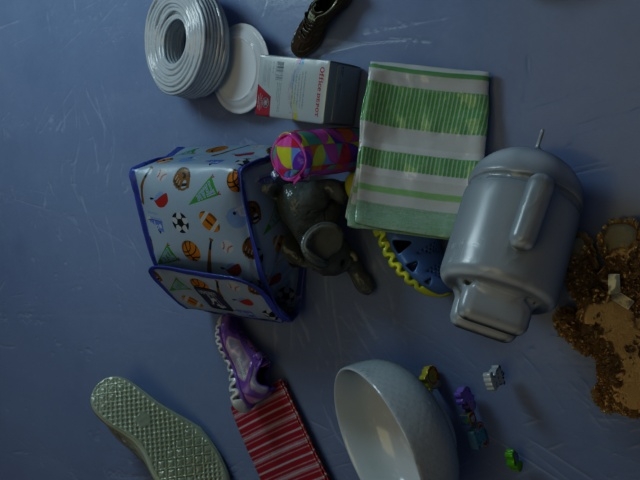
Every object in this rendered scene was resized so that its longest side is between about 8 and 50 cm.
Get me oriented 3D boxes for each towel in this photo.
[{"bbox_3d":[-0.093,0.482,1.769,0.199,0.031,0.274,-34,75,33],"label":"towel"},{"bbox_3d":[0.187,-0.171,1.424,0.248,0.038,0.324,7,85,8],"label":"towel"}]

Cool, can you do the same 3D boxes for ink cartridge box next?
[{"bbox_3d":[-0.025,-0.311,1.570,0.176,0.127,0.128,14,103,31],"label":"ink cartridge box"}]

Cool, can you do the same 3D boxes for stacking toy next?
[{"bbox_3d":[0.298,0.350,1.486,0.167,0.052,0.221,-12,96,43],"label":"stacking toy"}]

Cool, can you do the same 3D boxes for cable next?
[{"bbox_3d":[-0.307,-0.455,1.729,0.257,0.089,0.257,21,108,45],"label":"cable"}]

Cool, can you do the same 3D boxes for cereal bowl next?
[{"bbox_3d":[0.164,0.383,1.481,0.339,0.141,0.339,49,150,43],"label":"cereal bowl"}]

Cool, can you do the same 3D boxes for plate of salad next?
[{"bbox_3d":[-0.176,-0.386,1.703,0.200,0.048,0.199,7,101,42],"label":"plate of salad"}]

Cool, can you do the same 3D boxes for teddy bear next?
[{"bbox_3d":[0.517,0.129,1.298,0.245,0.113,0.338,-37,68,23],"label":"teddy bear"}]

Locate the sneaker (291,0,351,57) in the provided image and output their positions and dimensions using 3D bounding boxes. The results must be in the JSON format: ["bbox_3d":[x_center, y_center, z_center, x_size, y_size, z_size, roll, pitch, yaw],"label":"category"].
[{"bbox_3d":[-0.013,-0.465,1.577,0.066,0.071,0.188,51,119,17],"label":"sneaker"}]

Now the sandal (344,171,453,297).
[{"bbox_3d":[0.176,-0.034,1.481,0.138,0.126,0.317,-39,76,26],"label":"sandal"}]

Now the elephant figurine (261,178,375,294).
[{"bbox_3d":[0.000,0.000,1.555,0.186,0.169,0.239,-6,85,15],"label":"elephant figurine"}]

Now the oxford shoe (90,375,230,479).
[{"bbox_3d":[-0.401,0.515,1.924,0.449,0.169,0.130,36,155,16],"label":"oxford shoe"}]

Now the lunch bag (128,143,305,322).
[{"bbox_3d":[-0.216,-0.003,1.678,0.328,0.239,0.385,5,114,32],"label":"lunch bag"}]

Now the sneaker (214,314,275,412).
[{"bbox_3d":[-0.169,0.273,1.755,0.105,0.095,0.236,-24,73,21],"label":"sneaker"}]

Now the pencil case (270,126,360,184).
[{"bbox_3d":[0.004,-0.171,1.504,0.104,0.236,0.104,12,109,37],"label":"pencil case"}]

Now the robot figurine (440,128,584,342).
[{"bbox_3d":[0.328,-0.010,1.285,0.200,0.300,0.353,20,73,2],"label":"robot figurine"}]
